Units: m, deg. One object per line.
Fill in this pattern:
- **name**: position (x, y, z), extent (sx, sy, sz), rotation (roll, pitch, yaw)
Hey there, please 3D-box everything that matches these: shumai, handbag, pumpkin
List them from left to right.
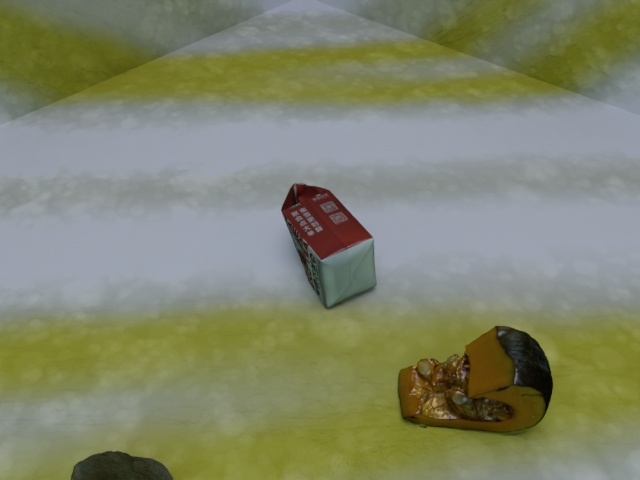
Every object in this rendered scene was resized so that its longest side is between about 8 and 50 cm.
- **shumai**: position (-0.335, 0.450, 0.997), extent (0.201, 0.201, 0.120), rotation (21, 89, 22)
- **handbag**: position (0.000, 0.000, 1.424), extent (0.151, 0.171, 0.298), rotation (-24, 44, -18)
- **pumpkin**: position (0.294, 0.263, 1.120), extent (0.280, 0.190, 0.139), rotation (3, 45, 5)
